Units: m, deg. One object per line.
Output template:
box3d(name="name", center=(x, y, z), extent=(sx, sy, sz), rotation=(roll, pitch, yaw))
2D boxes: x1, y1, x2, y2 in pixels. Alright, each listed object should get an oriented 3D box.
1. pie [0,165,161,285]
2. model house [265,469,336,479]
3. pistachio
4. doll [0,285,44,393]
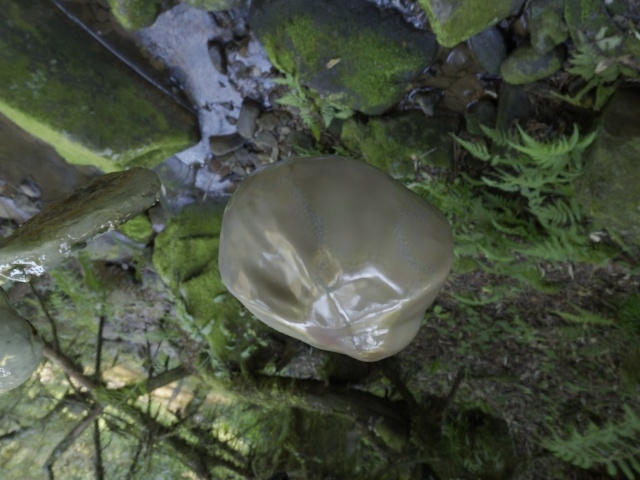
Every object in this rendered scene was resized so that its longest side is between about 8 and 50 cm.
box3d(name="pie", center=(-0.393, -0.033, 0.839), extent=(0.337, 0.337, 0.075), rotation=(-13, 116, 37))
box3d(name="model house", center=(-0.078, 0.331, 0.570), extent=(0.152, 0.165, 0.106), rotation=(-5, 97, 41))
box3d(name="pistachio", center=(0.000, 0.000, 0.570), extent=(0.332, 0.226, 0.207), rotation=(27, 146, 58))
box3d(name="doll", center=(-0.289, 0.126, 0.349), extent=(0.149, 0.278, 0.175), rotation=(13, 145, -14))
